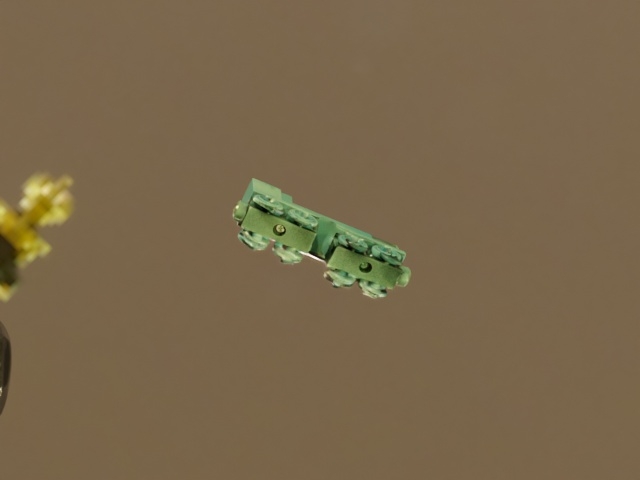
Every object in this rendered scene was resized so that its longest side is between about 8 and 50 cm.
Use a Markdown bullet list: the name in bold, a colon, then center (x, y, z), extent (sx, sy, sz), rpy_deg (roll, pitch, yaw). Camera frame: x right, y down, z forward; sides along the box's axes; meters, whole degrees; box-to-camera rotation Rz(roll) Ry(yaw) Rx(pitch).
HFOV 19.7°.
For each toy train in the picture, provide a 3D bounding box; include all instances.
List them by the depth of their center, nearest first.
- **toy train**: center (0.000, 0.000, 0.894), extent (0.092, 0.029, 0.045), rpy_deg (22, 17, -10)

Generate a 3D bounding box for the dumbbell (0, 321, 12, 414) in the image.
- **dumbbell**: center (-0.158, 0.046, 0.684), extent (0.083, 0.036, 0.040), rpy_deg (4, -43, -18)
